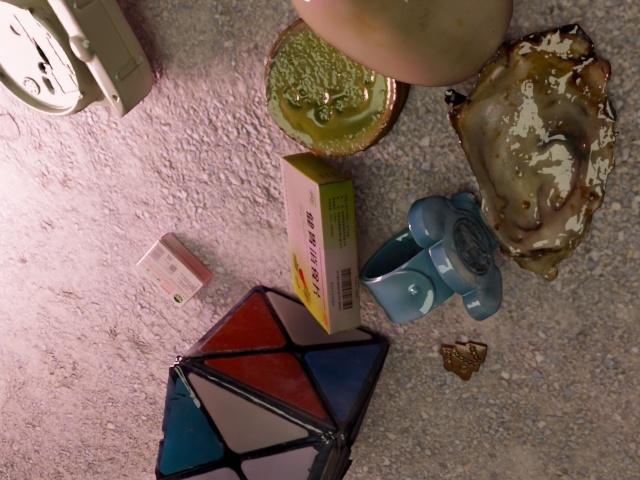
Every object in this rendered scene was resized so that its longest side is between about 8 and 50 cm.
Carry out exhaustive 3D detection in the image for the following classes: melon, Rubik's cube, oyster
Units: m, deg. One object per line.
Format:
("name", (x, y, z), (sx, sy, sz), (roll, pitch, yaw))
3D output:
("melon", (0.096, -0.331, 0.871), (0.317, 0.223, 0.223), (30, 122, -8))
("Rubik's cube", (-0.084, 0.311, 1.223), (0.307, 0.305, 0.310), (21, 120, 12))
("oyster", (0.331, -0.119, 0.984), (0.221, 0.096, 0.361), (-18, 106, 22))

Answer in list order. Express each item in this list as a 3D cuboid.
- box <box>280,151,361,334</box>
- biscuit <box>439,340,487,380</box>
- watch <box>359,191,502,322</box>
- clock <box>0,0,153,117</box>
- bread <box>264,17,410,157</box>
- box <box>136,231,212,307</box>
("box", (-0.001, 0.001, 1.124), (0.062, 0.175, 0.261), (-12, 114, -18))
("biscuit", (0.259, 0.210, 1.211), (0.092, 0.016, 0.082), (-32, 99, 32))
("watch", (0.168, 0.036, 1.079), (0.193, 0.211, 0.211), (-26, 103, 40))
("clock", (-0.455, -0.325, 1.140), (0.324, 0.109, 0.265), (1, 133, 34))
("bread", (0.024, -0.243, 1.056), (0.236, 0.070, 0.236), (9, 116, 18))
("box", (-0.285, 0.058, 1.333), (0.125, 0.043, 0.089), (46, 121, -4))
